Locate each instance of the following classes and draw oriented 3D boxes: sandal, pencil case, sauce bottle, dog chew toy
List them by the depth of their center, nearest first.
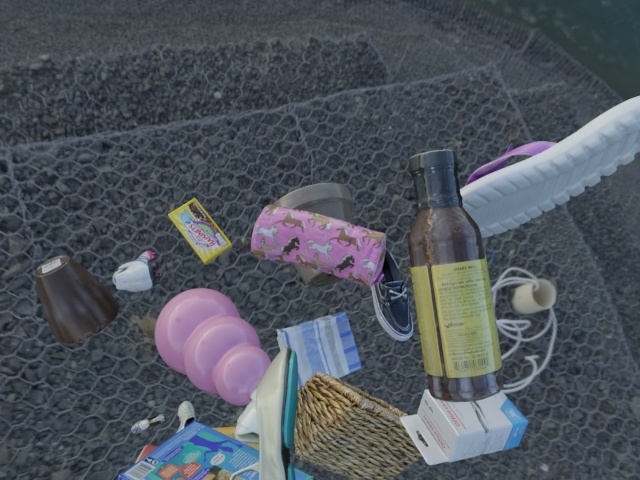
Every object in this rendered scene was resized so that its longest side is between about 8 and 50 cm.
[{"bbox_3d":[0.186,0.045,0.716,0.111,0.111,0.345,-5,87,-16],"label":"sauce bottle"},{"bbox_3d":[0.358,-0.118,0.851,0.415,0.169,0.102,-26,54,12],"label":"sandal"},{"bbox_3d":[-0.232,0.247,1.136,0.206,0.207,0.331,-41,46,-22],"label":"dog chew toy"},{"bbox_3d":[0.001,0.015,1.440,0.385,0.167,0.160,14,70,11],"label":"pencil case"}]

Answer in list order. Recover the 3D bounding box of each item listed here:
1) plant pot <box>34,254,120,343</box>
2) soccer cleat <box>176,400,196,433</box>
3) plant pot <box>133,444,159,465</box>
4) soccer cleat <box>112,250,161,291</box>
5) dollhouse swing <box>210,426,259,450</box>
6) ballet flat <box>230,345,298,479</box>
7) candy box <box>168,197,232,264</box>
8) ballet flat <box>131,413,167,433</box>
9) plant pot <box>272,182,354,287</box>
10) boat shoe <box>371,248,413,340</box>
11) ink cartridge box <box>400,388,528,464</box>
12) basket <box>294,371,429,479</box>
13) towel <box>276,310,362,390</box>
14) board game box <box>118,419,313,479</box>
[{"bbox_3d":[-0.793,0.169,1.587,0.215,0.215,0.231,-31,123,-21],"label":"plant pot"},{"bbox_3d":[-0.466,0.632,1.767,0.068,0.196,0.076,36,104,-21],"label":"soccer cleat"},{"bbox_3d":[-0.318,0.590,1.098,0.243,0.275,0.275,26,68,-5],"label":"plant pot"},{"bbox_3d":[-0.610,0.102,1.661,0.143,0.331,0.116,-11,95,-17],"label":"soccer cleat"},{"bbox_3d":[-0.274,0.755,1.429,0.346,0.305,0.315,-1,40,0],"label":"dollhouse swing"},{"bbox_3d":[-0.063,0.247,0.575,0.086,0.086,0.249,3,63,-14],"label":"ballet flat"},{"bbox_3d":[-0.383,-0.031,1.594,0.105,0.027,0.206,-37,76,-17],"label":"candy box"},{"bbox_3d":[-0.538,0.574,1.582,0.114,0.041,0.041,-9,74,-38],"label":"ballet flat"},{"bbox_3d":[0.000,0.000,1.758,0.322,0.323,0.281,-13,69,-18],"label":"plant pot"},{"bbox_3d":[0.228,0.162,1.582,0.108,0.102,0.302,-3,62,-21],"label":"boat shoe"},{"bbox_3d":[0.237,0.299,0.836,0.180,0.060,0.104,-1,29,-23],"label":"ink cartridge box"},{"bbox_3d":[0.100,0.415,1.203,0.299,0.223,0.214,33,21,-28],"label":"basket"},{"bbox_3d":[0.002,0.355,1.610,0.284,0.034,0.210,-10,81,-37],"label":"towel"},{"bbox_3d":[-0.137,0.336,0.677,0.210,0.160,0.047,16,103,21],"label":"board game box"}]
